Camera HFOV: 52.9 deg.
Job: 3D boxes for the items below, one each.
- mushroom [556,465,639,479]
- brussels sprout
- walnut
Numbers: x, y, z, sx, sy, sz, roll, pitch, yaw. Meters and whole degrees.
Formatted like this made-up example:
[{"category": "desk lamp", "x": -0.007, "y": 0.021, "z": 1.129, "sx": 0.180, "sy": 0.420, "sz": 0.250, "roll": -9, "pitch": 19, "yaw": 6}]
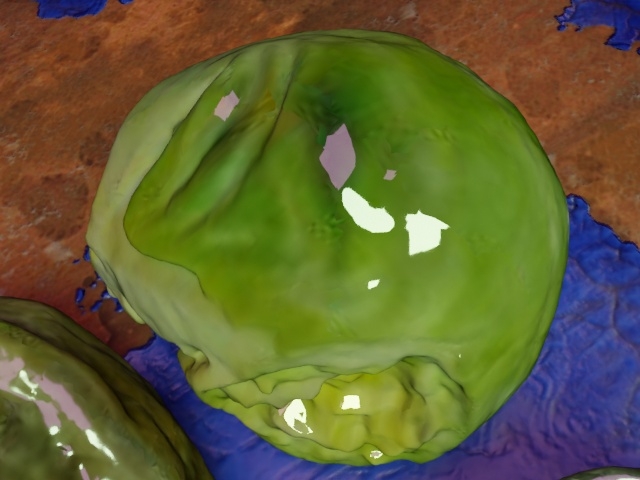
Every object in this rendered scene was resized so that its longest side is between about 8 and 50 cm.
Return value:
[{"category": "mushroom", "x": 0.146, "y": 0.263, "z": 0.369, "sx": 0.189, "sy": 0.164, "sz": 0.267, "roll": 15, "pitch": 69, "yaw": 19}, {"category": "brussels sprout", "x": 0.000, "y": 0.000, "z": 0.461, "sx": 0.343, "sy": 0.268, "sz": 0.344, "roll": -2, "pitch": 79, "yaw": 10}, {"category": "walnut", "x": -0.208, "y": 0.172, "z": 0.420, "sx": 0.282, "sy": 0.283, "sz": 0.227, "roll": 3, "pitch": 18, "yaw": 8}]
